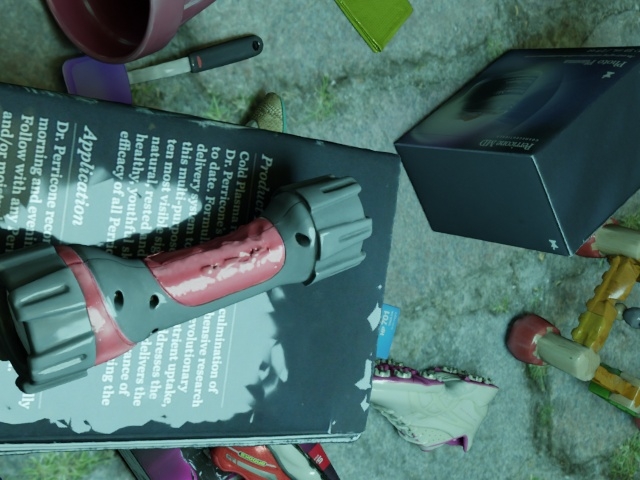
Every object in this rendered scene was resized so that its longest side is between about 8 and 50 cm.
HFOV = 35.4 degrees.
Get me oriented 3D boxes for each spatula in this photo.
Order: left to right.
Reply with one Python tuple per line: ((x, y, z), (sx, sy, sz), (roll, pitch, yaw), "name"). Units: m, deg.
((-0.193, -0.222, 1.294), (0.297, 0.030, 0.084), (-21, 109, -31), "spatula")

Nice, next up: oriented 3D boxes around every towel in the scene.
((0.046, -0.389, 1.443), (0.102, 0.021, 0.237), (-51, 122, -17), "towel")

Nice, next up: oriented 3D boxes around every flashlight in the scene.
((-0.097, 0.018, 0.767), (0.304, 0.103, 0.103), (-20, 103, -31), "flashlight")

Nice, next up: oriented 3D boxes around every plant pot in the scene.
((-0.203, -0.328, 1.185), (0.180, 0.201, 0.201), (-32, 115, -44), "plant pot")

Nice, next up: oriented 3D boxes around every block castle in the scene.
((0.566, 0.161, 1.778), (0.453, 0.213, 0.303), (30, 87, -30), "block castle")

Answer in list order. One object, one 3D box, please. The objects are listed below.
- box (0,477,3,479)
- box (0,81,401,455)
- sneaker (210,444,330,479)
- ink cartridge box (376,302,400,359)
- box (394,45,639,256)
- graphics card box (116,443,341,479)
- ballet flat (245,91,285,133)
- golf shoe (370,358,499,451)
((-0.453, 0.321, 1.168), (0.137, 0.072, 0.126), (30, 80, -35), "box")
((-0.259, 0.012, 1.007), (0.472, 0.480, 0.297), (8, 91, -36), "box")
((-0.050, 0.339, 1.342), (0.118, 0.107, 0.279), (-39, 116, -4), "sneaker")
((-0.008, 0.100, 1.404), (0.191, 0.140, 0.082), (21, 84, -35), "ink cartridge box")
((0.328, -0.146, 1.506), (0.294, 0.296, 0.182), (-41, 118, -24), "box")
((-0.128, 0.296, 1.380), (0.233, 0.094, 0.370), (-38, 116, -25), "graphics card box")
((-0.088, -0.099, 1.364), (0.067, 0.073, 0.206), (-1, 95, -27), "ballet flat")
((0.151, 0.262, 1.560), (0.306, 0.115, 0.140), (13, 93, -34), "golf shoe")
